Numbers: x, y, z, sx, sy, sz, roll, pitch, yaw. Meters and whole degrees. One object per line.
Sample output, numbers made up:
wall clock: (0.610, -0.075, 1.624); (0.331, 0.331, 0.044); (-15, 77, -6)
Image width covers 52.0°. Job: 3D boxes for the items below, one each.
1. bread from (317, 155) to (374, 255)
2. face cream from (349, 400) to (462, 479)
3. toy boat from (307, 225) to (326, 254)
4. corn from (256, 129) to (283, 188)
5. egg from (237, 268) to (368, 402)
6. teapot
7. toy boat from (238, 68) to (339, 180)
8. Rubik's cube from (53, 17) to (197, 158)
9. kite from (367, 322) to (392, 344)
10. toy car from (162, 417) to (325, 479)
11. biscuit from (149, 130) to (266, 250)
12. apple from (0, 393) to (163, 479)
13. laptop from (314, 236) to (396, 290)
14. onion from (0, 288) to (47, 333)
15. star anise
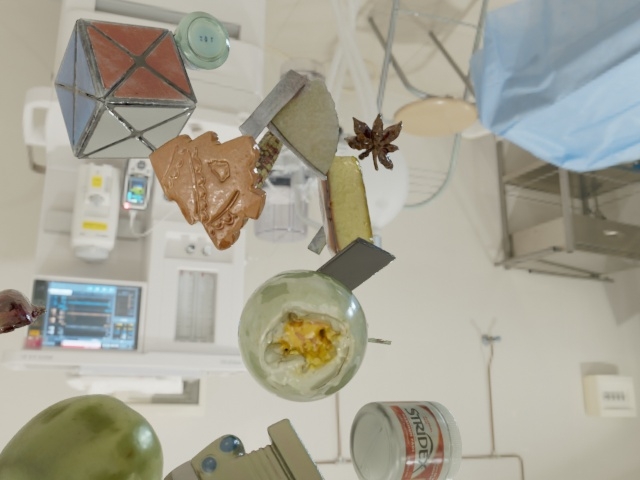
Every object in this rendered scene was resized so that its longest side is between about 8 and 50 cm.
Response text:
bread: (0.073, -0.103, 2.163); (0.143, 0.323, 0.333); (-8, 175, -2)
face cream: (0.191, 0.472, 1.510); (0.187, 0.201, 0.201); (7, 164, -28)
toy boat: (0.000, 0.000, 2.657); (0.063, 0.115, 0.016); (29, 166, 24)
corn: (-0.190, -0.236, 2.040); (0.086, 0.253, 0.086); (27, 166, 7)
egg: (-0.039, 0.198, 1.420); (0.278, 0.278, 0.336); (1, -175, -5)
teapot: (-0.349, -0.537, 1.811); (0.232, 0.159, 0.159); (-7, 172, -37)
toy boat: (-0.067, -0.360, 1.951); (0.293, 0.276, 0.111); (25, 174, -12)
Rubik's cube: (-0.493, -0.371, 1.648); (0.255, 0.259, 0.260); (-4, 157, -39)
kite: (0.075, 0.334, 2.306); (0.368, 0.014, 0.406); (4, -170, 23)
toy car: (-0.105, 0.456, 1.106); (0.226, 0.242, 0.336); (-30, 155, -14)
biscuit: (-0.260, -0.130, 1.457); (0.306, 0.284, 0.043); (24, -152, 17)
apple: (-0.526, 0.520, 1.431); (0.357, 0.357, 0.357); (0, 165, 0)
laptop: (0.078, 0.067, 1.644); (0.135, 0.016, 0.197); (25, 132, -33)
onion: (-0.782, 0.172, 1.656); (0.151, 0.098, 0.206); (-23, -170, -27)
star anise: (0.180, -0.326, 2.155); (0.212, 0.111, 0.196); (33, 115, -4)
